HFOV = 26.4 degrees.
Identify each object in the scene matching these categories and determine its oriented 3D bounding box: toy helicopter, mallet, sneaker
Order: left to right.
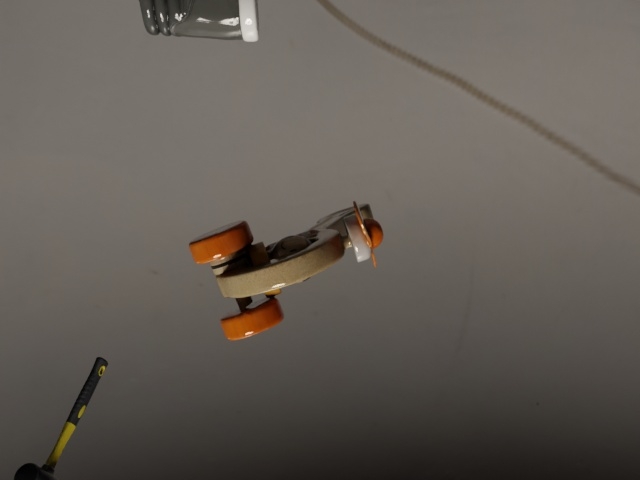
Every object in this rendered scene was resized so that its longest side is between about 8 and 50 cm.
[{"bbox_3d":[-0.297,0.231,1.630,0.039,0.062,0.190,9,55,31],"label":"mallet"},{"bbox_3d":[-0.150,-0.352,1.514,0.146,0.104,0.296,-5,69,-1],"label":"sneaker"},{"bbox_3d":[0.000,0.000,1.840,0.235,0.355,0.140,-19,97,26],"label":"toy helicopter"}]
